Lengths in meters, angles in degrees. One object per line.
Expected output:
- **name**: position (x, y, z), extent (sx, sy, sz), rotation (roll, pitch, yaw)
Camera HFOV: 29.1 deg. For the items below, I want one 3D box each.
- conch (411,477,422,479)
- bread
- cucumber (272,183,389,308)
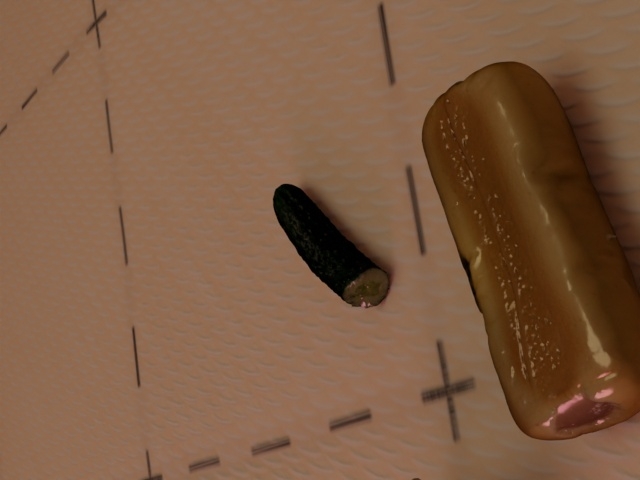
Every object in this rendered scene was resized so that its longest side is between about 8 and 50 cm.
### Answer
- **conch**: position (0.105, 0.319, 1.053), extent (0.203, 0.169, 0.386), rotation (22, 153, 32)
- **bread**: position (0.175, 0.003, 0.979), extent (0.142, 0.091, 0.305), rotation (-39, 57, 43)
- **cucumber**: position (0.000, 0.000, 1.301), extent (0.214, 0.052, 0.058), rotation (47, 137, 48)
